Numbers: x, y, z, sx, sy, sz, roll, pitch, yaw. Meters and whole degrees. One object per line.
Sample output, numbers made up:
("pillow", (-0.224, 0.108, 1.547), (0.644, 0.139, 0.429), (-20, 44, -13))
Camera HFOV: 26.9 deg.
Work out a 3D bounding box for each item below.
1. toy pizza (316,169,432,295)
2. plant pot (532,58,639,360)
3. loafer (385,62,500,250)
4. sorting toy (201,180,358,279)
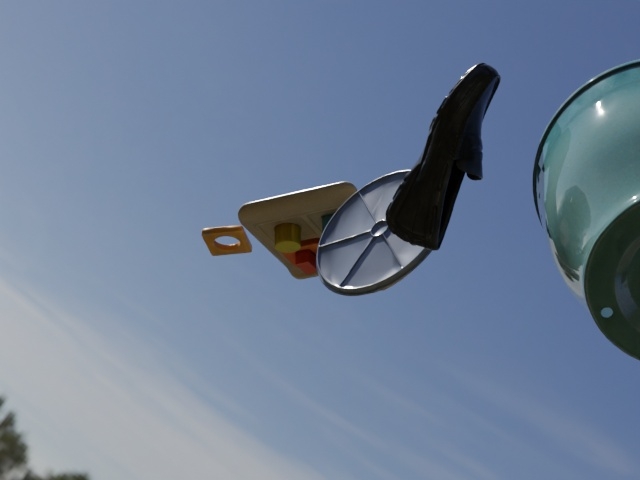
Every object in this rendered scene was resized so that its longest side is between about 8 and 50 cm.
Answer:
("toy pizza", (0.083, -0.006, 1.700), (0.201, 0.201, 0.032), (16, -26, 51))
("plant pot", (0.346, -0.013, 1.302), (0.271, 0.271, 0.255), (40, 24, -11))
("loafer", (0.155, -0.094, 1.529), (0.078, 0.223, 0.076), (28, 3, 22))
("sorting toy", (0.000, 0.000, 1.896), (0.348, 0.047, 0.196), (-12, -34, 21))
